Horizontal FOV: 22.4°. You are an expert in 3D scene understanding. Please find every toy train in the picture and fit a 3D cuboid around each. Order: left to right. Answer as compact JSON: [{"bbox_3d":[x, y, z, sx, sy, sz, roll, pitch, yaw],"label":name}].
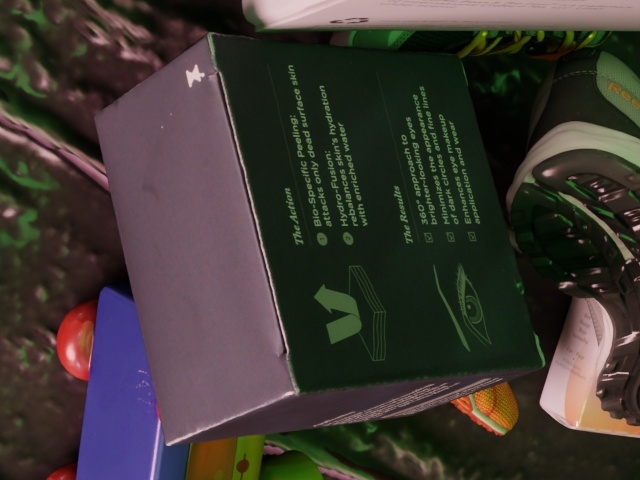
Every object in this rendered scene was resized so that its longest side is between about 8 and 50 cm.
[{"bbox_3d":[-0.058,0.144,0.816,0.143,0.105,0.248,-3,108,-41],"label":"toy train"}]

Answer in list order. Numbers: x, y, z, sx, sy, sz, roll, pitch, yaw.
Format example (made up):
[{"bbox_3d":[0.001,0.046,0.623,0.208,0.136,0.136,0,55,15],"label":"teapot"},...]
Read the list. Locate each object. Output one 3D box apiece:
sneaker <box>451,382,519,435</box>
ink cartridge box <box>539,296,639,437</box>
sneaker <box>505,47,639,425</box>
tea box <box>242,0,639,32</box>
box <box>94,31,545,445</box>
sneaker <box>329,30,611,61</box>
[{"bbox_3d":[0.067,0.037,0.859,0.067,0.064,0.175,-39,120,-8],"label":"sneaker"},{"bbox_3d":[0.220,0.030,0.952,0.145,0.045,0.179,10,104,-31],"label":"ink cartridge box"},{"bbox_3d":[0.176,0.010,0.839,0.100,0.108,0.271,-10,138,22],"label":"sneaker"},{"bbox_3d":[0.148,-0.256,0.669,0.329,0.220,0.323,-2,89,-28],"label":"tea box"},{"bbox_3d":[0.000,0.000,0.724,0.158,0.093,0.156,-1,71,-44],"label":"box"},{"bbox_3d":[0.104,-0.124,0.804,0.215,0.084,0.083,-26,95,-19],"label":"sneaker"}]
